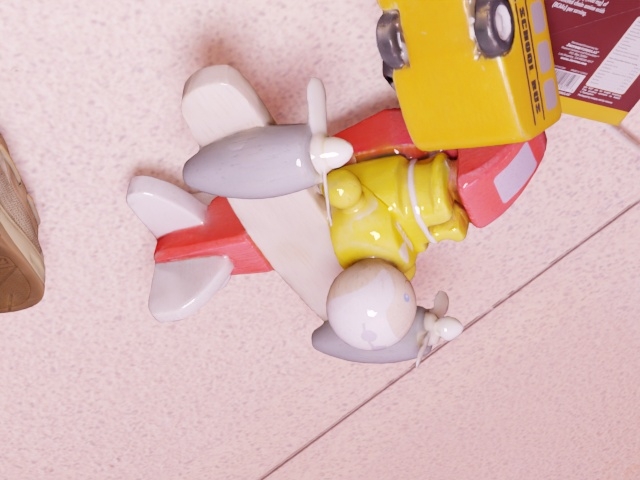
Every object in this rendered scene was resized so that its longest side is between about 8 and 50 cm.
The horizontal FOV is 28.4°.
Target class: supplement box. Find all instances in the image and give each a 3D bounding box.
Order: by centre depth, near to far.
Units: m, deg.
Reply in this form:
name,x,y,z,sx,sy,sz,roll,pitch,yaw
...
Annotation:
name,x,y,z,sx,sy,sz,roll,pitch,yaw
supplement box,0.241,-0.235,1.186,0.191,0.129,0.194,9,133,-29

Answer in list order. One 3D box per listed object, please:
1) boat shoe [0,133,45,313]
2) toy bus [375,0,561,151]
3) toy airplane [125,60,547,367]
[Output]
name,x,y,z,sx,sy,sz,roll,pitch,yaw
boat shoe,-0.346,-0.062,1.171,0.122,0.110,0.341,-7,144,3
toy bus,0.109,-0.243,1.043,0.108,0.130,0.332,-2,107,34
toy airplane,0.000,0.000,1.251,0.386,0.272,0.384,6,136,-28
